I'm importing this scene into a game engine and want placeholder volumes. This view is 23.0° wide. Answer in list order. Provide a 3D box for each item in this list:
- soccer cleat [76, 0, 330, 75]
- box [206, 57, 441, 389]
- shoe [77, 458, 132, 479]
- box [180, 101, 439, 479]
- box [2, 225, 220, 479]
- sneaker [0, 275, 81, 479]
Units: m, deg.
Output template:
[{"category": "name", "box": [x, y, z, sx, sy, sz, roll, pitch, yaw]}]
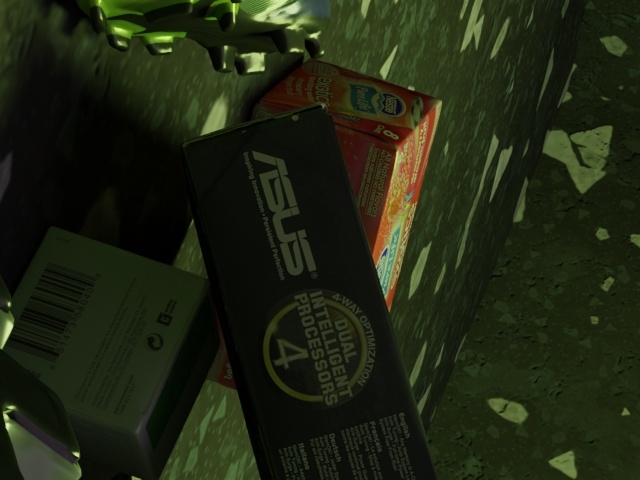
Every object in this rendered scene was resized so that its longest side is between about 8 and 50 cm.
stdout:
[{"category": "soccer cleat", "box": [-0.069, -0.166, 0.871, 0.289, 0.093, 0.121, 6, 72, -73]}, {"category": "box", "box": [0.000, 0.000, 1.277, 0.128, 0.123, 0.256, -48, 154, -60]}, {"category": "shoe", "box": [-0.143, 0.143, 1.016, 0.076, 0.058, 0.219, -57, 162, -48]}, {"category": "box", "box": [0.009, 0.137, 0.974, 0.318, 0.097, 0.394, 97, -24, -84]}, {"category": "box", "box": [-0.122, 0.066, 0.886, 0.087, 0.102, 0.101, 89, 22, -62]}, {"category": "sneaker", "box": [-0.168, 0.010, 0.422, 0.146, 0.122, 0.330, -41, -148, 7]}]
